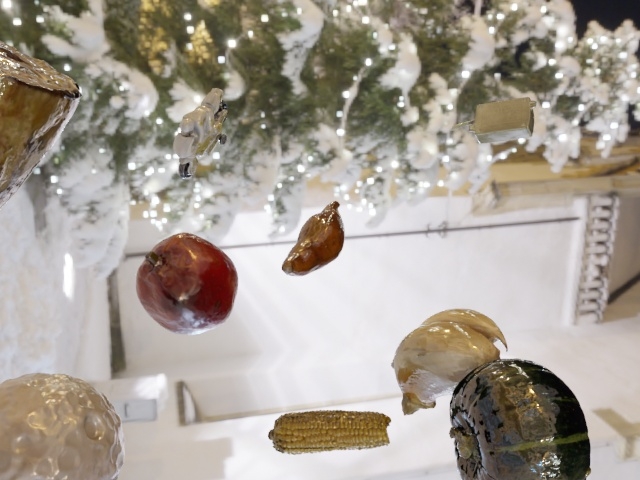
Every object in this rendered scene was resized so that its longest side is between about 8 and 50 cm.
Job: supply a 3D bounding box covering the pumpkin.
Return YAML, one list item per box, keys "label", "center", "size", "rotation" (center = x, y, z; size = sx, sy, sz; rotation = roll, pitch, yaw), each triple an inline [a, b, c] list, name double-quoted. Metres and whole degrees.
- label: "pumpkin"
  center: [0.403, 0.406, 1.426]
  size: [0.323, 0.241, 0.323]
  rotation: [174, -90, -74]

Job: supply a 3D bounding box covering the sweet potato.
- label: "sweet potato"
  center: [0.002, -0.001, 1.650]
  size: [0.359, 0.112, 0.112]
  rotation: [-64, 162, -55]

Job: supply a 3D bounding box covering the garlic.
- label: "garlic"
  center: [0.318, 0.288, 1.731]
  size: [0.313, 0.286, 0.249]
  rotation: [-55, -129, 43]

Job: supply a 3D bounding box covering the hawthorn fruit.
- label: "hawthorn fruit"
  center: [-0.363, 0.105, 1.845]
  size: [0.307, 0.265, 0.265]
  rotation: [58, 12, -49]

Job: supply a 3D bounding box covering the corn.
- label: "corn"
  center: [0.023, 0.483, 1.762]
  size: [0.115, 0.318, 0.115]
  rotation: [-4, 90, -83]

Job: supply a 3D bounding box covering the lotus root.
- label: "lotus root"
  center: [-0.443, -0.136, 0.755]
  size: [0.250, 0.316, 0.316]
  rotation: [-67, -164, 2]

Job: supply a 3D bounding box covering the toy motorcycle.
- label: "toy motorcycle"
  center: [-0.294, -0.265, 1.678]
  size: [0.228, 0.074, 0.151]
  rotation: [-61, 160, -13]

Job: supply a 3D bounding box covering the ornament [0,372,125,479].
- label: "ornament"
  center: [-0.579, 0.430, 1.417]
  size: [0.337, 0.337, 0.337]
  rotation: [176, -90, -77]

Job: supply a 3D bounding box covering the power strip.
- label: "power strip"
  center: [0.345, -0.236, 1.387]
  size: [0.042, 0.175, 0.075]
  rotation: [40, 53, -52]
